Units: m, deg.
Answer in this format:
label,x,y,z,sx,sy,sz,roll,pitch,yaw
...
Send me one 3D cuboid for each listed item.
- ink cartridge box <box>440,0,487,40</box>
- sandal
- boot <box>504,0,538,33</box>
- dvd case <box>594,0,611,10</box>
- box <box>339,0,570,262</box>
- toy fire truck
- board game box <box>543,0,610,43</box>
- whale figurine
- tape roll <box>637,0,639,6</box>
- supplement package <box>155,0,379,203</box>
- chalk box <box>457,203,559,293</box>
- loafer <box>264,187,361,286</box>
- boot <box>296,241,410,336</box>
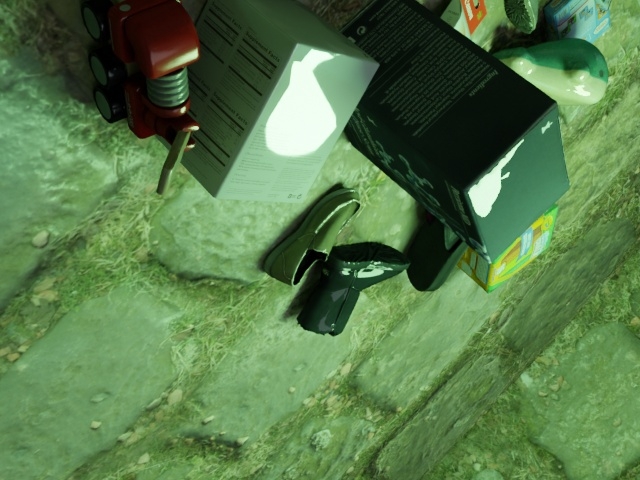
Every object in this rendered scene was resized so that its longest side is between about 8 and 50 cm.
label,x,y,z,sx,sy,sz,roll,pitch,yaw
ink cartridge box,0.276,-0.402,1.821,0.179,0.045,0.145,-54,151,-10
sandal,0.292,-0.059,2.184,0.107,0.167,0.446,2,127,-31
boot,0.459,-0.539,1.907,0.208,0.076,0.190,-48,153,-11
dvd case,0.588,-0.592,1.950,0.253,0.022,0.180,9,99,-64
box,0.213,-0.200,1.668,0.212,0.395,0.293,-44,150,-5
toy fire truck,-0.218,-0.199,1.277,0.158,0.246,0.217,-29,146,-28
board game box,0.574,-0.495,2.120,0.160,0.039,0.211,-43,149,-4
whale figurine,0.493,-0.378,2.040,0.272,0.216,0.141,13,90,-29
tape roll,0.891,-0.692,2.228,0.392,0.072,0.392,-29,142,-25
supplement package,-0.090,-0.221,1.459,0.199,0.198,0.263,1,127,-51
chalk box,0.471,-0.042,2.396,0.289,0.179,0.180,-35,149,-18
loafer,0.000,0.000,1.947,0.251,0.087,0.094,-46,150,1
boot,0.072,0.113,2.163,0.246,0.094,0.207,-2,125,-42
